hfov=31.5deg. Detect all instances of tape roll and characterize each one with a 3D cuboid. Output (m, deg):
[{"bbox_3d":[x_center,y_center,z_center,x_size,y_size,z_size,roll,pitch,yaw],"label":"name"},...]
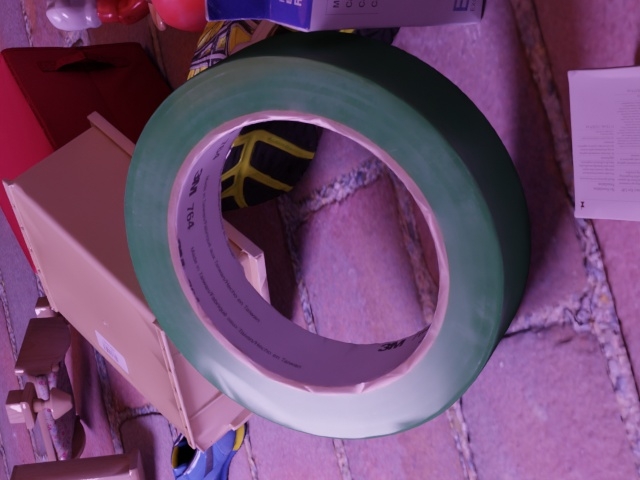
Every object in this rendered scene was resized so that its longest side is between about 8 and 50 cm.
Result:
[{"bbox_3d":[0.000,0.000,0.894,0.321,0.077,0.321,12,119,22],"label":"tape roll"}]

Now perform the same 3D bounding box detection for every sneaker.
[{"bbox_3d":[-0.150,0.271,1.344,0.069,0.082,0.209,50,138,37],"label":"sneaker"},{"bbox_3d":[-0.049,-0.176,1.015,0.385,0.145,0.147,-50,58,49],"label":"sneaker"}]

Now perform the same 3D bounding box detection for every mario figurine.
[{"bbox_3d":[-0.200,-0.320,1.194,0.320,0.170,0.198,30,128,54],"label":"mario figurine"}]

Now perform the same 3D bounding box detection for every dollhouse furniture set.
[{"bbox_3d":[-0.327,0.285,1.668,0.355,0.173,0.303,-96,1,-61],"label":"dollhouse furniture set"}]

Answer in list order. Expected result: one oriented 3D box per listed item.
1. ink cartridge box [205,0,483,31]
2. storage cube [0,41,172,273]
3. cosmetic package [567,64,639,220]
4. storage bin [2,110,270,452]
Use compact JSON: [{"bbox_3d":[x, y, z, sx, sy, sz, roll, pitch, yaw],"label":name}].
[{"bbox_3d":[0.032,-0.259,0.793,0.045,0.224,0.223,33,125,50],"label":"ink cartridge box"},{"bbox_3d":[-0.275,-0.100,1.354,0.193,0.183,0.215,55,139,33],"label":"storage cube"},{"bbox_3d":[0.249,-0.058,0.651,0.239,0.060,0.099,8,102,57],"label":"cosmetic package"},{"bbox_3d":[-0.177,0.053,1.175,0.262,0.123,0.260,38,153,28],"label":"storage bin"}]
